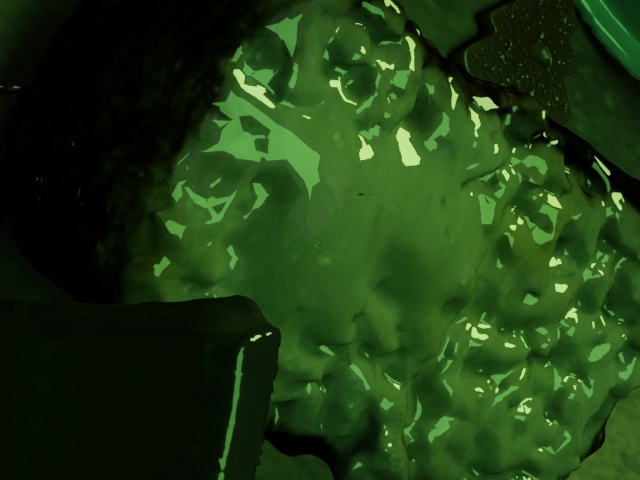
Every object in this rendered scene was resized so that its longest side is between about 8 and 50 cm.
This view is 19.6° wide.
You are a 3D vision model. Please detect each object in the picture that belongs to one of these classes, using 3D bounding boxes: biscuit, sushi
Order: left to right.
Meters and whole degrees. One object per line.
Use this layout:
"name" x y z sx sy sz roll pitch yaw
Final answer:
"sushi" 0.000 0.000 0.797 0.343 0.182 0.196 28 83 -36
"biscuit" 0.106 -0.101 0.963 0.082 0.016 0.092 24 81 -33

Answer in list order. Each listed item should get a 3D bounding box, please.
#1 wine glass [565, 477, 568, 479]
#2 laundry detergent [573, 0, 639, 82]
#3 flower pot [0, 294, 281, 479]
"wine glass" 0.067 0.140 0.925 0.079 0.079 0.195 47 68 -32
"laundry detergent" 0.302 -0.230 0.928 0.305 0.287 0.287 -46 121 -23
"flower pot" -0.236 0.022 0.561 0.379 0.251 0.379 -8 102 -39
